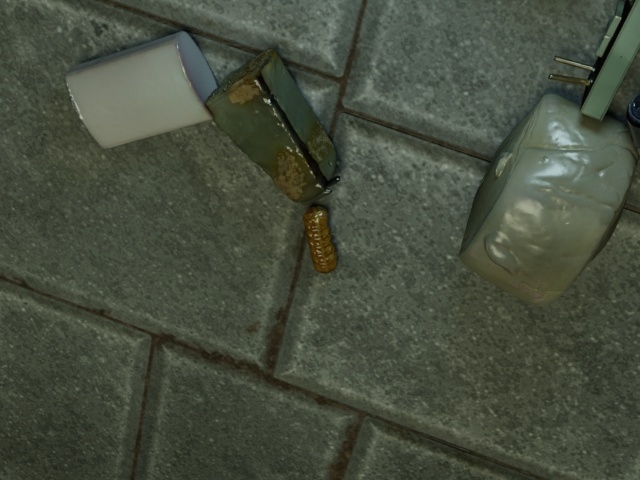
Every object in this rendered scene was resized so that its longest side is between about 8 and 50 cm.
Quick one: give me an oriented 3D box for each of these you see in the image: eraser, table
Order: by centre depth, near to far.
[{"bbox_3d":[0.459,-0.335,1.853,0.111,0.121,0.240,22,129,4],"label":"table"},{"bbox_3d":[-0.341,-0.286,2.208,0.270,0.095,0.174,-11,120,28],"label":"eraser"}]

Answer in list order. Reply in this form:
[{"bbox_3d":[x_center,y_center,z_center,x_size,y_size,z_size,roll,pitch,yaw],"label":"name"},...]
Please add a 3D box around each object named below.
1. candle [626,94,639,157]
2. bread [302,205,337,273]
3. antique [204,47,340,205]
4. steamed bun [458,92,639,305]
[{"bbox_3d":[0.636,-0.118,1.911,0.187,0.187,0.330,-11,121,27],"label":"candle"},{"bbox_3d":[0.000,0.000,2.323,0.052,0.044,0.157,-2,125,15],"label":"bread"},{"bbox_3d":[-0.071,-0.200,2.150,0.150,0.125,0.284,-25,113,35],"label":"antique"},{"bbox_3d":[0.394,-0.044,2.019,0.247,0.236,0.383,26,130,-1],"label":"steamed bun"}]
